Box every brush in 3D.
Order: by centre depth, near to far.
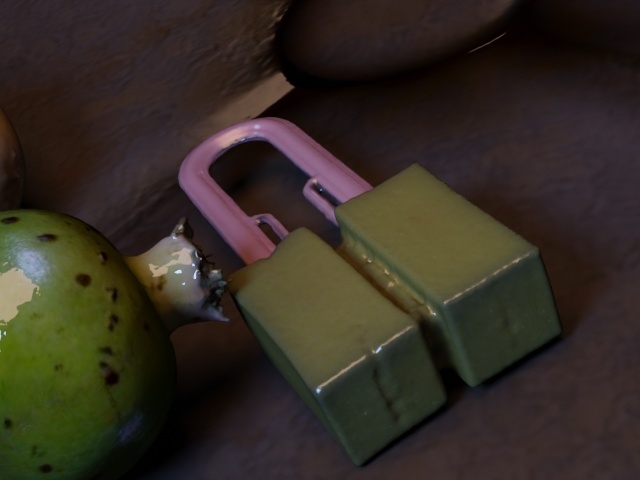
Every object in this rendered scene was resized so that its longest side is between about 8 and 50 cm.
[{"bbox_3d":[0.000,0.000,0.749,0.103,0.047,0.233,-32,34,-10],"label":"brush"}]

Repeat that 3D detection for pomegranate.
[{"bbox_3d":[-0.108,0.046,0.697,0.130,0.130,0.130,-16,35,12],"label":"pomegranate"}]

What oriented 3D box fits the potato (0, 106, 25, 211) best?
[{"bbox_3d":[-0.219,-0.042,0.882,0.118,0.109,0.178,-18,34,-32],"label":"potato"}]
